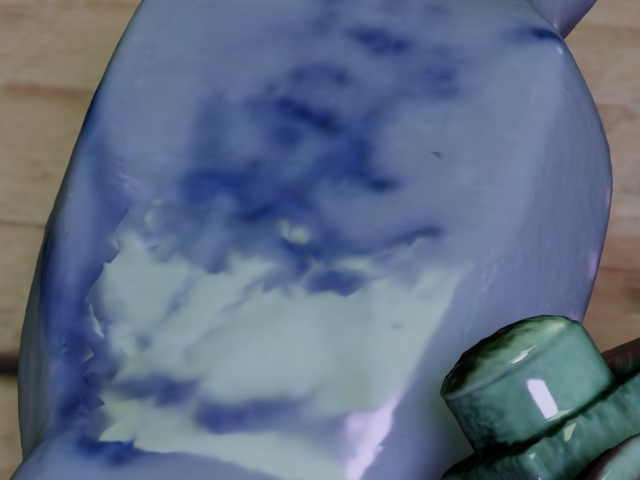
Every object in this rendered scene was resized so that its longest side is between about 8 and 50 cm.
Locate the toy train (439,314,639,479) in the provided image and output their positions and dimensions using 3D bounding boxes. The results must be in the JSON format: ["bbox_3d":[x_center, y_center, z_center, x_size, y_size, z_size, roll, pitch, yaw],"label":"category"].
[{"bbox_3d":[0.174,0.138,0.594,0.221,0.150,0.304,-31,90,-26],"label":"toy train"}]

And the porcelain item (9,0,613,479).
[{"bbox_3d":[0.000,0.000,0.756,0.242,0.178,0.405,13,56,10],"label":"porcelain item"}]
